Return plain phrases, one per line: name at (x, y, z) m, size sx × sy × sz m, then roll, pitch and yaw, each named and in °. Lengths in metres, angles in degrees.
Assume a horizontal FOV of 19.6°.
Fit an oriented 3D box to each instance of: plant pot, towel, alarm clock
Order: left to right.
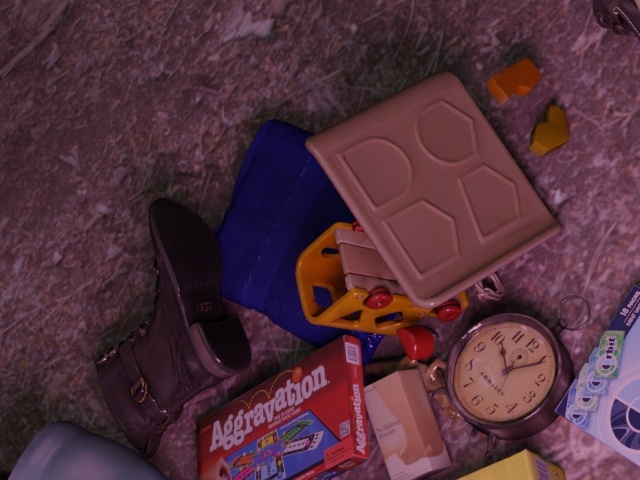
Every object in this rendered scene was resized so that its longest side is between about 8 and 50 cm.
plant pot at (-0.238, 0.368, 2.080) m, size 0.196 × 0.293 × 0.293 m, roll 14°, pitch 76°, yaw 14°
towel at (0.000, 0.000, 2.187) m, size 0.308 × 0.076 × 0.228 m, roll 25°, pitch 89°, yaw 45°
alarm clock at (0.215, 0.131, 1.956) m, size 0.192 × 0.064 × 0.129 m, roll -46°, pitch 54°, yaw 5°

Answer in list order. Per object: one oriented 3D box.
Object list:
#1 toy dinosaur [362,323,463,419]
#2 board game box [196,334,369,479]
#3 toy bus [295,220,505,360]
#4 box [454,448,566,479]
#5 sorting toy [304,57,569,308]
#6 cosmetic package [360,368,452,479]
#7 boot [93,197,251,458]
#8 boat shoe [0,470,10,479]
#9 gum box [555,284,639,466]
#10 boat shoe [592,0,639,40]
toy dinosaur at (0.101, 0.141, 2.050) m, size 0.183 × 0.053 × 0.093 m, roll 21°, pitch 84°, yaw 42°
board game box at (-0.048, 0.225, 2.093) m, size 0.281 × 0.027 × 0.145 m, roll -34°, pitch 49°, yaw 42°
toy bus at (0.071, 0.051, 2.003) m, size 0.104 × 0.202 × 0.191 m, roll -40°, pitch 6°, yaw 40°
box at (0.140, 0.293, 1.924) m, size 0.232 × 0.087 × 0.058 m, roll -27°, pitch 54°, yaw 27°
sorting toy at (0.155, -0.075, 2.012) m, size 0.229 × 0.307 × 0.041 m, roll 54°, pitch 148°, yaw 11°
cosmetic package at (0.092, 0.202, 2.006) m, size 0.060 × 0.041 × 0.115 m, roll -31°, pitch 72°, yaw 35°
boot at (-0.205, 0.107, 2.237) m, size 0.229 × 0.091 × 0.263 m, roll -37°, pitch 64°, yaw 39°
boat shoe at (-0.372, 0.364, 2.311) m, size 0.066 × 0.066 × 0.183 m, roll -28°, pitch 64°, yaw 19°
gum box at (0.348, 0.153, 1.858) m, size 0.184 × 0.041 × 0.157 m, roll 33°, pitch 91°, yaw 43°
boat shoe at (0.337, -0.261, 2.047) m, size 0.073 × 0.080 × 0.223 m, roll -40°, pitch 45°, yaw 23°
